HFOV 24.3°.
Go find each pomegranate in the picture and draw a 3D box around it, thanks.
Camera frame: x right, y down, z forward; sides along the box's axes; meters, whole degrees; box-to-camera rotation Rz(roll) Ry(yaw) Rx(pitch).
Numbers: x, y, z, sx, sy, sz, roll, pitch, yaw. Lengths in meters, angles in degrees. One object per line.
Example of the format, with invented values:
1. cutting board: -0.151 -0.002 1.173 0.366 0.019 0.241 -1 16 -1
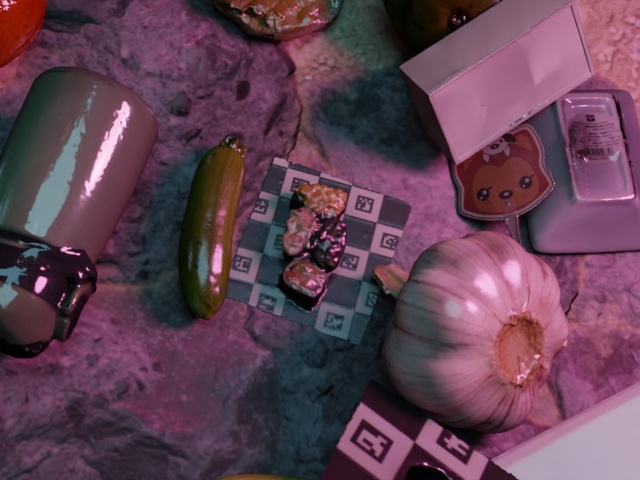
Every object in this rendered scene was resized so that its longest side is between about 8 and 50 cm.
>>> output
1. pomegranate: 0.167 -0.350 2.004 0.187 0.187 0.225 -3 41 -10

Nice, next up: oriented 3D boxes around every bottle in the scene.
1. bottle: -0.324 -0.028 1.780 0.168 0.168 0.347 19 68 1

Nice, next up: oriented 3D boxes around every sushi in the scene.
1. sushi: 0.000 0.000 1.870 0.192 0.050 0.215 20 64 2
2. sushi: 0.096 0.365 1.599 0.296 0.100 0.373 35 37 -2

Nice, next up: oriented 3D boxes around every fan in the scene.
1. fan: 0.241 -0.052 1.921 0.132 0.009 0.220 -16 62 14

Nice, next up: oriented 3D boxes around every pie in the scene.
1. pie: -0.062 -0.353 2.033 0.195 0.046 0.195 4 63 -7

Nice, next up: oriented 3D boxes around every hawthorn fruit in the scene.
1. hawthorn fruit: -0.426 -0.315 1.899 0.179 0.179 0.200 43 58 13

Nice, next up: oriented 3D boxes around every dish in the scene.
1. dish: 0.355 -0.108 1.956 0.182 0.080 0.243 -3 64 -9

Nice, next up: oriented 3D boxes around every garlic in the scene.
1. garlic: 0.152 0.091 1.793 0.245 0.245 0.253 -41 40 -23

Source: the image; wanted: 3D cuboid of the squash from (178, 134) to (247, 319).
1. squash: -0.137 -0.024 1.854 0.069 0.069 0.258 8 63 -4

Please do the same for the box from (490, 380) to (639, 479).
1. box: 0.343 0.265 1.756 0.285 0.044 0.142 -28 72 0

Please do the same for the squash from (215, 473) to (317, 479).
1. squash: -0.065 0.318 1.676 0.186 0.123 0.123 10 64 2

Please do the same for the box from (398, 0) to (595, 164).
1. box: 0.229 -0.221 1.924 0.225 0.129 0.086 -33 43 -6
